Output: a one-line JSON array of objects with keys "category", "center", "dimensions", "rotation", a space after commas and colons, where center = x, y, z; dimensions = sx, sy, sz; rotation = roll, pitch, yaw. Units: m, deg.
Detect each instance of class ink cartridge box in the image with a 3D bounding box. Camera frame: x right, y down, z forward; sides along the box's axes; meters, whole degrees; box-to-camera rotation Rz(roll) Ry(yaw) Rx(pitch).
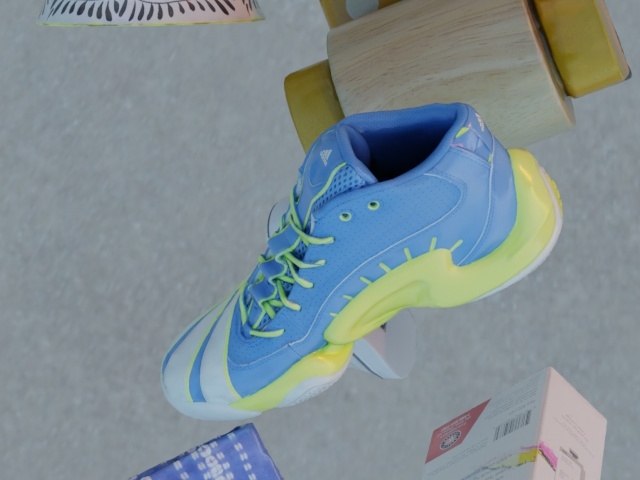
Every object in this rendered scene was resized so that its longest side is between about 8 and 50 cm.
[{"category": "ink cartridge box", "center": [0.120, 0.189, 1.071], "dimensions": [0.115, 0.198, 0.067], "rotation": [-34, 111, 34]}]

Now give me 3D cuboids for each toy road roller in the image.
[{"category": "toy road roller", "center": [0.081, -0.182, 1.115], "dimensions": [0.202, 0.329, 0.240], "rotation": [-20, 96, 14]}]

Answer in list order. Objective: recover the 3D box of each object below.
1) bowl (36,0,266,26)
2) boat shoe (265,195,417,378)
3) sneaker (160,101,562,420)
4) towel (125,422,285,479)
[{"category": "bowl", "center": [-0.124, -0.199, 1.175], "dimensions": [0.170, 0.170, 0.080], "rotation": [1, 101, 10]}, {"category": "boat shoe", "center": [0.003, 0.046, 1.477], "dimensions": [0.088, 0.096, 0.267], "rotation": [-2, 153, 28]}, {"category": "sneaker", "center": [0.000, 0.000, 0.838], "dimensions": [0.240, 0.091, 0.126], "rotation": [-29, 129, 9]}, {"category": "towel", "center": [-0.129, 0.274, 0.850], "dimensions": [0.336, 0.040, 0.243], "rotation": [-27, 89, -10]}]
